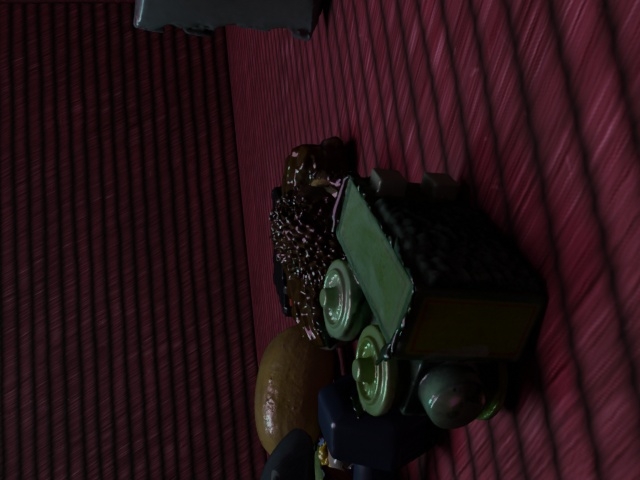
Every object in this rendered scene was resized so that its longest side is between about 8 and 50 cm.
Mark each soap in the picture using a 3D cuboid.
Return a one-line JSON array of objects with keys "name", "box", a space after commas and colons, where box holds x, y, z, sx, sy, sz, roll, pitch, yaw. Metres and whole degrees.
[{"name": "soap", "box": [-0.171, -0.605, 1.244, 0.213, 0.350, 0.435, 106, 159, -61]}]

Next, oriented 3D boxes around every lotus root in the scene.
[{"name": "lotus root", "box": [-0.049, 0.265, 1.261, 0.131, 0.146, 0.303, 46, -134, -48]}]

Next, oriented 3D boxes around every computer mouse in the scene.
[{"name": "computer mouse", "box": [-0.044, 0.425, 0.935, 0.379, 0.090, 0.167, -100, 8, -57]}]

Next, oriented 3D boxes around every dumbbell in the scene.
[{"name": "dumbbell", "box": [0.072, 0.339, 0.900, 0.143, 0.156, 0.316, -43, -44, -65]}]

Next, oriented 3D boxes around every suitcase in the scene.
[{"name": "suitcase", "box": [-0.078, 0.026, 1.695, 0.206, 0.066, 0.286, -117, 26, -62]}]

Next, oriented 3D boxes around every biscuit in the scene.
[{"name": "biscuit", "box": [-0.003, 0.010, 1.219, 0.268, 0.115, 0.366, 173, 94, -79]}]

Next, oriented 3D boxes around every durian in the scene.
[{"name": "durian", "box": [0.029, -0.010, 0.954, 0.167, 0.196, 0.196, 87, 173, -60]}]

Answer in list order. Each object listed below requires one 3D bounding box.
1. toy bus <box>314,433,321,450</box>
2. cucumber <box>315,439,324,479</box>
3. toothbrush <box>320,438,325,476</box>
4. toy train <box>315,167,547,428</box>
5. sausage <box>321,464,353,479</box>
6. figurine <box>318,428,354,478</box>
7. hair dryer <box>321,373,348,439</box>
[{"name": "toy bus", "box": [-0.032, 0.308, 1.381, 0.092, 0.106, 0.268, 92, -174, -58]}, {"name": "cucumber", "box": [-0.018, 0.540, 1.566, 0.115, 0.085, 0.193, -43, 29, 13]}, {"name": "toothbrush", "box": [0.011, 0.412, 1.381, 0.025, 0.020, 0.286, 62, -177, -6]}, {"name": "toy train", "box": [0.097, 0.055, 0.671, 0.272, 0.159, 0.188, -114, 32, -58]}, {"name": "sausage", "box": [0.057, 0.542, 1.086, 0.088, 0.087, 0.433, -127, 24, -69]}, {"name": "figurine", "box": [0.050, 0.374, 1.160, 0.156, 0.094, 0.115, 37, 153, 51]}, {"name": "hair dryer", "box": [0.041, 0.337, 1.329, 0.199, 0.067, 0.167, -1, -84, -87]}]
